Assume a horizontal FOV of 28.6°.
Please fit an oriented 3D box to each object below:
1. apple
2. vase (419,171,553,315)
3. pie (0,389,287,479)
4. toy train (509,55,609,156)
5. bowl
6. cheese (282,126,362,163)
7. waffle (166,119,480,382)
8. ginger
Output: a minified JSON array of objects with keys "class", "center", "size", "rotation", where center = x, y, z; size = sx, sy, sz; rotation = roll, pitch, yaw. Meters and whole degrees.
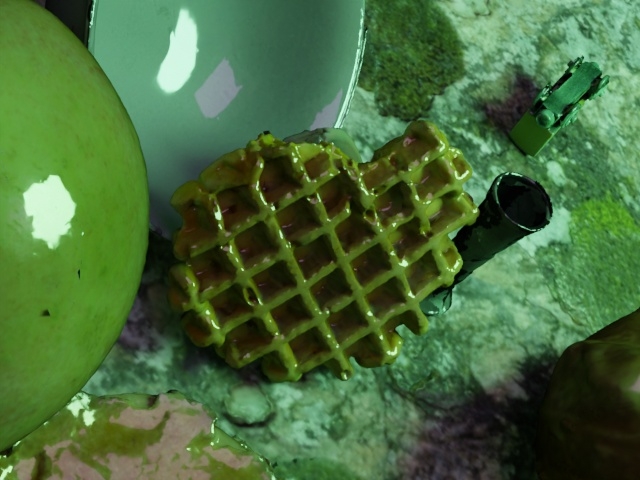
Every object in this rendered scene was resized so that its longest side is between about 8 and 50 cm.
[{"class":"apple","center":[-0.258,-0.014,0.790],"size":[0.277,0.319,0.319],"rotation":[-29,81,-48]},{"class":"vase","center":[0.131,0.006,1.094],"size":[0.059,0.167,0.059],"rotation":[14,55,-21]},{"class":"pie","center":[-0.128,0.257,0.857],"size":[0.340,0.083,0.339],"rotation":[13,61,-24]},{"class":"toy train","center":[0.249,-0.140,1.297],"size":[0.050,0.081,0.122],"rotation":[42,50,8]},{"class":"bowl","center":[-0.119,-0.177,1.022],"size":[0.157,0.345,0.345],"rotation":[16,42,32]},{"class":"cheese","center":[-0.006,-0.011,1.054],"size":[0.092,0.048,0.171],"rotation":[5,96,-43]},{"class":"waffle","center":[0.000,0.000,0.994],"size":[0.253,0.249,0.056],"rotation":[25,11,-31]},{"class":"ginger","center":[0.290,0.164,1.082],"size":[0.223,0.269,0.200],"rotation":[-5,104,0]}]
